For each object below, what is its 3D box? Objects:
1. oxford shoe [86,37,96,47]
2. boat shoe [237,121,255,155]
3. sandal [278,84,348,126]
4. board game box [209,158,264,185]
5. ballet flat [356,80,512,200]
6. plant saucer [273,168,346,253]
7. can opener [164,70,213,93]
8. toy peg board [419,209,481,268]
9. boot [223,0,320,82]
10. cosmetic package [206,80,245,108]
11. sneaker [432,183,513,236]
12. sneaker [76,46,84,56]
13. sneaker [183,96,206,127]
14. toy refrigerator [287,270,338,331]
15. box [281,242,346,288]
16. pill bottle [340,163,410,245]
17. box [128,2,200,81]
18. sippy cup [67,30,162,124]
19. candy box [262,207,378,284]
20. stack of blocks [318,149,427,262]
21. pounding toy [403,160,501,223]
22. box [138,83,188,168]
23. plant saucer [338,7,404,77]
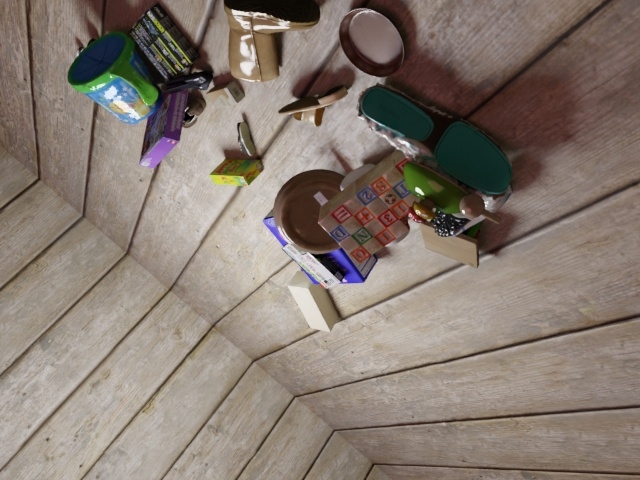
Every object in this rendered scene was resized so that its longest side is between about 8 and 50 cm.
[{"bbox_3d":[-0.735,-0.594,2.009,0.096,0.082,0.227,10,145,12],"label":"oxford shoe"},{"bbox_3d":[-0.246,-0.324,1.851,0.042,0.049,0.133,16,149,21],"label":"boat shoe"},{"bbox_3d":[-0.014,-0.337,1.538,0.240,0.088,0.079,-6,123,45],"label":"sandal"},{"bbox_3d":[-0.287,-0.233,1.978,0.181,0.092,0.043,8,139,42],"label":"board game box"},{"bbox_3d":[0.267,-0.233,1.364,0.409,0.147,0.147,36,151,10],"label":"ballet flat"},{"bbox_3d":[-0.004,-0.078,1.752,0.278,0.041,0.277,-1,115,-2],"label":"plant saucer"},{"bbox_3d":[-0.405,-0.485,1.771,0.186,0.059,0.073,0,159,34],"label":"can opener"},{"bbox_3d":[0.369,-0.015,1.593,0.161,0.079,0.160,24,163,26],"label":"toy peg board"},{"bbox_3d":[-0.119,-0.494,1.440,0.236,0.089,0.269,12,160,2],"label":"boot"},{"bbox_3d":[-0.286,-0.437,1.748,0.115,0.041,0.060,0,133,48],"label":"cosmetic package"},{"bbox_3d":[0.374,-0.074,1.437,0.237,0.086,0.085,-38,61,46],"label":"sneaker"},{"bbox_3d":[-0.837,-0.645,2.082,0.044,0.040,0.109,15,150,8],"label":"sneaker"},{"bbox_3d":[-0.443,-0.412,1.924,0.066,0.071,0.188,45,149,-11],"label":"sneaker"},{"bbox_3d":[-0.024,0.244,2.351,0.102,0.094,0.269,6,138,34],"label":"toy refrigerator"},{"bbox_3d":[-0.024,0.070,1.916,0.207,0.036,0.114,43,149,-10],"label":"box"},{"bbox_3d":[0.159,-0.097,1.643,0.121,0.121,0.221,-2,131,49],"label":"pill bottle"},{"bbox_3d":[-0.471,-0.587,1.744,0.184,0.045,0.190,-12,122,51],"label":"box"},{"bbox_3d":[-0.636,-0.501,1.856,0.224,0.240,0.305,51,-164,-48],"label":"sippy cup"},{"bbox_3d":[0.000,0.000,1.954,0.268,0.122,0.317,-7,126,50],"label":"candy box"},{"bbox_3d":[0.161,-0.093,1.521,0.297,0.087,0.171,-36,113,23],"label":"stack of blocks"},{"bbox_3d":[0.269,-0.078,1.327,0.237,0.110,0.183,34,-176,33],"label":"pounding toy"},{"bbox_3d":[-0.525,-0.379,1.938,0.057,0.200,0.293,14,163,-29],"label":"box"},{"bbox_3d":[0.118,-0.446,1.302,0.169,0.029,0.168,27,148,19],"label":"plant saucer"}]
